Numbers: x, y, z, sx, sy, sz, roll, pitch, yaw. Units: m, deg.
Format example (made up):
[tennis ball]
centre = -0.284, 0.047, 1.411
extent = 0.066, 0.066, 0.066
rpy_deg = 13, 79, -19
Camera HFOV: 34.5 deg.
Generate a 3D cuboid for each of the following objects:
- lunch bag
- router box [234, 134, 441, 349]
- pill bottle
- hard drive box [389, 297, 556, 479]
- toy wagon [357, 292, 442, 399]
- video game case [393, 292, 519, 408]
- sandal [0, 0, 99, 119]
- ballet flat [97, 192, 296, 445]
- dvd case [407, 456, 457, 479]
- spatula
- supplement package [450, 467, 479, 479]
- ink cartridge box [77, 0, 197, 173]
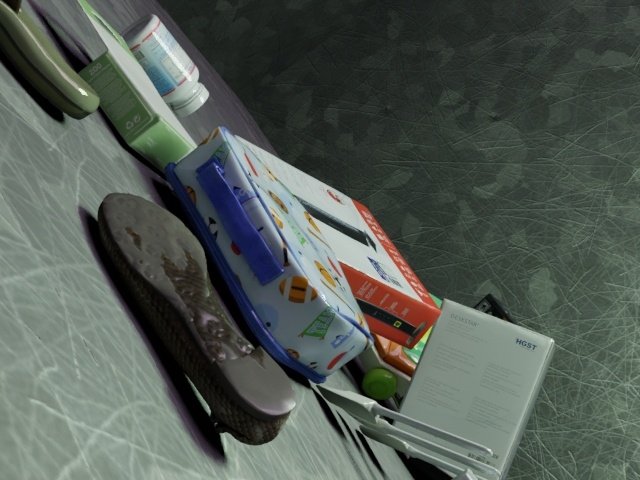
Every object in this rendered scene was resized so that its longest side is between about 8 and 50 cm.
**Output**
[lunch bag]
centre = -0.065, 0.014, 1.221
extent = 0.303, 0.115, 0.243
rpy_deg = 57, 7, 25
[router box]
centre = 0.000, 0.000, 1.621
extent = 0.301, 0.082, 0.335
rpy_deg = 27, 18, -33
[pill bottle]
centre = -0.256, -0.283, 1.688
extent = 0.160, 0.087, 0.087
rpy_deg = 52, 4, -29
[hard drive box]
centre = 0.232, 0.231, 1.568
extent = 0.181, 0.232, 0.089
rpy_deg = 21, -8, 20
[toy wagon]
centre = 0.138, 0.163, 1.740
extent = 0.344, 0.068, 0.267
rpy_deg = 33, 38, -11
[video game case]
centre = 0.260, 0.246, 1.890
extent = 0.035, 0.275, 0.248
rpy_deg = 43, 8, -21
[sandal]
centre = -0.289, -0.244, 0.926
extent = 0.303, 0.086, 0.120
rpy_deg = 52, 4, -30
[ballet flat]
centre = -0.105, 0.058, 0.796
extent = 0.084, 0.058, 0.250
rpy_deg = -9, 50, -46
[dvd case]
centre = 0.259, 0.415, 1.610
extent = 0.253, 0.022, 0.180
rpy_deg = 32, -5, 22
[spatula]
centre = 0.116, 0.242, 1.236
extent = 0.242, 0.019, 0.168
rpy_deg = 17, -27, 37
[supplement package]
centre = 0.173, 0.355, 1.129
extent = 0.179, 0.105, 0.105
rpy_deg = 55, 2, 12
[ink cartridge box]
centre = -0.242, -0.190, 1.276
extent = 0.235, 0.056, 0.171
rpy_deg = 52, 2, 20
